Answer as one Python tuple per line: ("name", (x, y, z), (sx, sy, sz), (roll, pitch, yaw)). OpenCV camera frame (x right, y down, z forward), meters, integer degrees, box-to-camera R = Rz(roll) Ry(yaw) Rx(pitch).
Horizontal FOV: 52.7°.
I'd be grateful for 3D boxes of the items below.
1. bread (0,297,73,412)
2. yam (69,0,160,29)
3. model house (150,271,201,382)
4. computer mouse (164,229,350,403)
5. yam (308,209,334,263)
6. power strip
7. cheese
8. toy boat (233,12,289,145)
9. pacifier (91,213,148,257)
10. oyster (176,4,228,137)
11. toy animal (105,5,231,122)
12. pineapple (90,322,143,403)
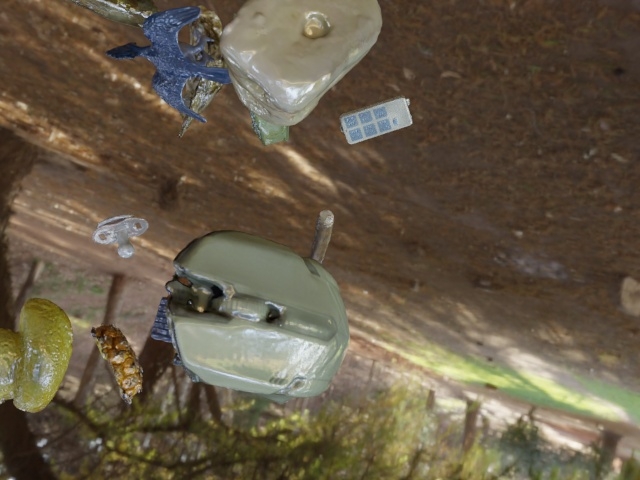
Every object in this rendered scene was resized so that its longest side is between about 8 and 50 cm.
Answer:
("bread", (-0.472, 0.180, 1.008), (0.150, 0.187, 0.065), (19, -178, -14))
("yam", (-0.460, -0.482, 1.231), (0.318, 0.071, 0.067), (12, -154, -38))
("model house", (-0.251, 0.188, 1.317), (0.167, 0.172, 0.182), (8, 129, 14))
("computer mouse", (-0.056, 0.123, 0.960), (0.146, 0.228, 0.429), (-3, 162, 29))
("yam", (0.000, 0.000, 1.087), (0.032, 0.032, 0.145), (17, 146, 1))
("power strip", (0.144, -0.314, 1.677), (0.192, 0.035, 0.081), (-16, 118, 11))
("cheese", (-0.032, -0.298, 0.995), (0.174, 0.248, 0.251), (44, 169, 0))
("toy boat", (-0.121, -0.317, 1.320), (0.093, 0.055, 0.292), (-12, 127, -1))
("pacifier", (-0.350, -0.006, 1.137), (0.099, 0.078, 0.081), (-18, 160, -9))
("oyster", (-0.277, -0.380, 1.490), (0.094, 0.294, 0.166), (5, -156, -39))
("toy animal", (-0.295, -0.356, 1.299), (0.255, 0.176, 0.239), (32, 143, 31))
("pineapple", (-0.489, 0.292, 1.580), (0.225, 0.076, 0.224), (48, 154, 33))
